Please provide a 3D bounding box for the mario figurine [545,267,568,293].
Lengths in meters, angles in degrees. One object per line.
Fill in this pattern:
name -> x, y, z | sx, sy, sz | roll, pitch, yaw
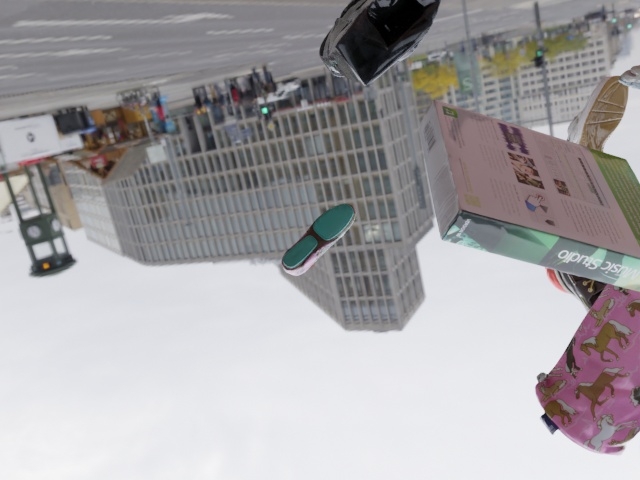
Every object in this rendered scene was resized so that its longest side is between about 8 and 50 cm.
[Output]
mario figurine -> 0.737, 0.054, 1.687 | 0.320, 0.198, 0.170 | -10, 168, -32

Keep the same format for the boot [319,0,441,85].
boot -> 0.142, -0.484, 1.200 | 0.367, 0.146, 0.445 | -56, -170, 10

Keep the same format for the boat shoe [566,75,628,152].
boat shoe -> 0.639, -0.268, 1.447 | 0.098, 0.277, 0.096 | 4, -150, -16

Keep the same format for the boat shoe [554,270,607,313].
boat shoe -> 0.566, 0.105, 1.239 | 0.081, 0.228, 0.069 | -32, 176, -13

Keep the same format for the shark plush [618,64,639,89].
shark plush -> 0.609, -0.271, 1.067 | 0.161, 0.067, 0.073 | 18, -135, -24

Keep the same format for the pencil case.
pencil case -> 0.508, 0.161, 0.989 | 0.167, 0.386, 0.160 | 23, -164, -9

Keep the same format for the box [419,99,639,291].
box -> 0.295, -0.059, 0.791 | 0.321, 0.059, 0.232 | 13, -136, -12

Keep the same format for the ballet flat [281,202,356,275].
ballet flat -> 0.000, 0.000, 1.442 | 0.221, 0.077, 0.079 | -44, 154, -2
